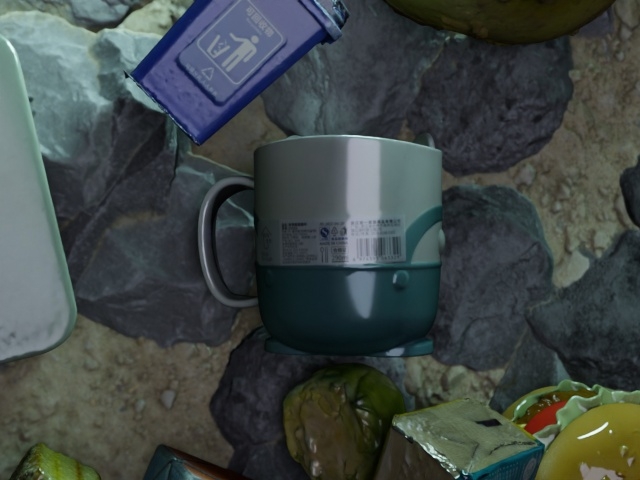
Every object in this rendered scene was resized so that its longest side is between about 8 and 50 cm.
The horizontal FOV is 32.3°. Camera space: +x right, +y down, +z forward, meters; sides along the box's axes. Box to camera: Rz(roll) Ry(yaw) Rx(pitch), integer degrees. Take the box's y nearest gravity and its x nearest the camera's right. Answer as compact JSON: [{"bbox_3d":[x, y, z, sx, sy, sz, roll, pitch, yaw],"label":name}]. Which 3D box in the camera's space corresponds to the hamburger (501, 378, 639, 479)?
[{"bbox_3d":[0.342,0.314,1.380,0.274,0.212,0.275,0,91,-18],"label":"hamburger"}]

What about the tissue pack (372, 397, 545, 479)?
[{"bbox_3d":[0.131,0.334,1.277,0.192,0.134,0.271,-3,115,-52],"label":"tissue pack"}]

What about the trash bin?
[{"bbox_3d":[-0.101,-0.230,1.269,0.234,0.184,0.162,-46,103,-1],"label":"trash bin"}]

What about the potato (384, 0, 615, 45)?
[{"bbox_3d":[0.268,-0.438,1.307,0.442,0.319,0.385,-41,101,-11],"label":"potato"}]

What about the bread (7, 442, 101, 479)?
[{"bbox_3d":[-0.325,0.346,1.181,0.110,0.184,0.234,34,81,-9],"label":"bread"}]

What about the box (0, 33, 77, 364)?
[{"bbox_3d":[-0.476,-0.022,1.180,0.373,0.090,0.367,-13,93,-17],"label":"box"}]

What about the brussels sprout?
[{"bbox_3d":[0.040,0.220,1.330,0.122,0.149,0.152,-6,130,-49],"label":"brussels sprout"}]

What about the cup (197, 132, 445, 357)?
[{"bbox_3d":[0.000,0.000,1.283,0.289,0.219,0.258,0,91,12],"label":"cup"}]

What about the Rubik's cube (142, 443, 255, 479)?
[{"bbox_3d":[-0.117,0.371,1.236,0.207,0.205,0.205,26,83,-18],"label":"Rubik's cube"}]
